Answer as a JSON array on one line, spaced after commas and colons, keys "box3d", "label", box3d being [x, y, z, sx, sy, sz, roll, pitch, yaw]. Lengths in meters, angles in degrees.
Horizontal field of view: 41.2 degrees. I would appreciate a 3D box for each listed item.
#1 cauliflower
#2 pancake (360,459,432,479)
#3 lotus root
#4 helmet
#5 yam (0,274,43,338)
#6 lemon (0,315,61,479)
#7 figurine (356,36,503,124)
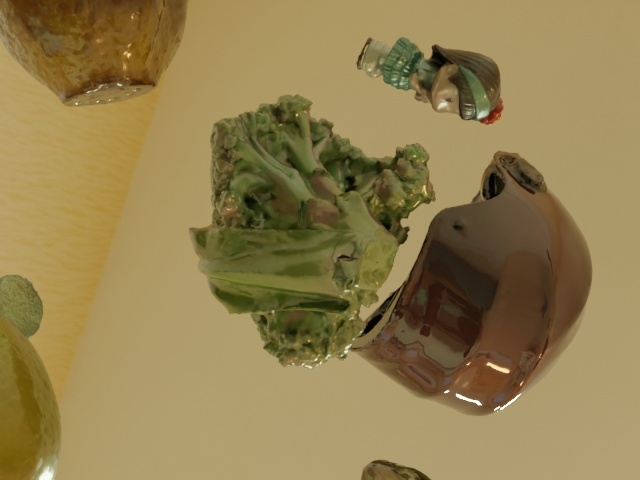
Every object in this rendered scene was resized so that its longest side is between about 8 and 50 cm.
[{"box3d": [0.000, 0.000, 0.798, 0.315, 0.239, 0.256, 25, -80, 65], "label": "cauliflower"}, {"box3d": [0.085, 0.240, 0.503, 0.235, 0.029, 0.212, 67, -21, 10], "label": "pancake"}, {"box3d": [-0.207, -0.250, 0.744, 0.193, 0.193, 0.291, -27, -107, 27], "label": "lotus root"}, {"box3d": [0.193, 0.058, 0.955, 0.197, 0.338, 0.271, 38, -56, 12], "label": "helmet"}, {"box3d": [-0.366, 0.103, 0.856, 0.179, 0.078, 0.078, -27, -115, 13], "label": "yam"}, {"box3d": [-0.296, 0.139, 0.652, 0.184, 0.184, 0.248, -40, -121, 22], "label": "lemon"}, {"box3d": [0.081, -0.116, 0.613, 0.106, 0.060, 0.047, 22, -106, 18], "label": "figurine"}]
